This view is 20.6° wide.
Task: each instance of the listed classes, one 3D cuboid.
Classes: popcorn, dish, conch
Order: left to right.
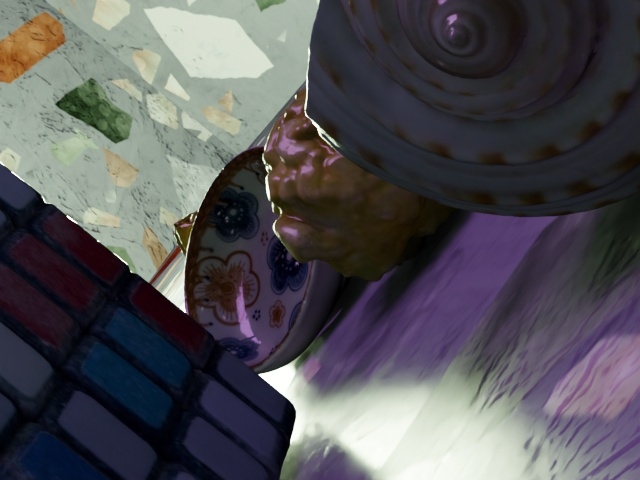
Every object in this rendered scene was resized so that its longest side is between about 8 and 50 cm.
[{"bbox_3d":[-0.014,0.018,1.064,0.141,0.078,0.141,-22,63,51],"label":"dish"},{"bbox_3d":[0.028,-0.035,0.912,0.106,0.116,0.120,-21,-30,14],"label":"popcorn"},{"bbox_3d":[0.089,-0.081,0.563,0.200,0.131,0.172,-21,-46,-42],"label":"conch"}]

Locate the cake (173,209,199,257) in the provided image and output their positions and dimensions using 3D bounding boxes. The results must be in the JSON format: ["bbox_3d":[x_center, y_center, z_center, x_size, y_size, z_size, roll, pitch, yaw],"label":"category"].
[{"bbox_3d":[0.000,0.000,1.187,0.185,0.116,0.080,-20,10,-3],"label":"cake"}]

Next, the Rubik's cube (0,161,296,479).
[{"bbox_3d":[-0.212,0.131,0.767,0.293,0.287,0.292,-50,5,12],"label":"Rubik's cube"}]
